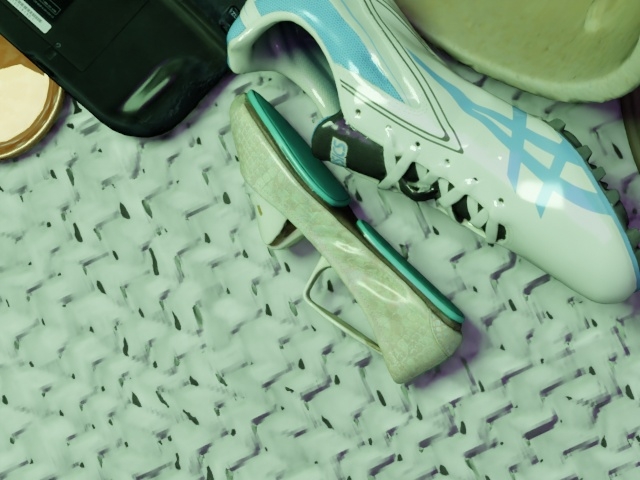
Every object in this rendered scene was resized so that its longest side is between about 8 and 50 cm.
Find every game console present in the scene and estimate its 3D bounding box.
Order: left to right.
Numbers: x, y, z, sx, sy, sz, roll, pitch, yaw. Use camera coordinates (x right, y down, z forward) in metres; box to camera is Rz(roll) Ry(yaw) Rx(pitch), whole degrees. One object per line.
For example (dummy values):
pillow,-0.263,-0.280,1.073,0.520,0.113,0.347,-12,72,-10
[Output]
game console,-0.190,-0.181,0.803,0.213,0.044,0.361,-45,110,9

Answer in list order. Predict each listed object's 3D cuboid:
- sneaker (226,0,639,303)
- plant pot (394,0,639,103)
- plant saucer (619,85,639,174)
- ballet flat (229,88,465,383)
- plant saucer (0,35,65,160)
sneaker,0.053,-0.043,0.805,0.237,0.085,0.086,41,73,17
plant pot,0.117,-0.283,0.739,0.334,0.334,0.305,43,78,11
plant saucer,0.283,-0.086,0.806,0.278,0.041,0.278,-1,81,7
ballet flat,0.000,0.000,0.826,0.052,0.057,0.168,-44,79,10
plant saucer,-0.173,-0.081,0.880,0.083,0.013,0.083,-1,81,8
